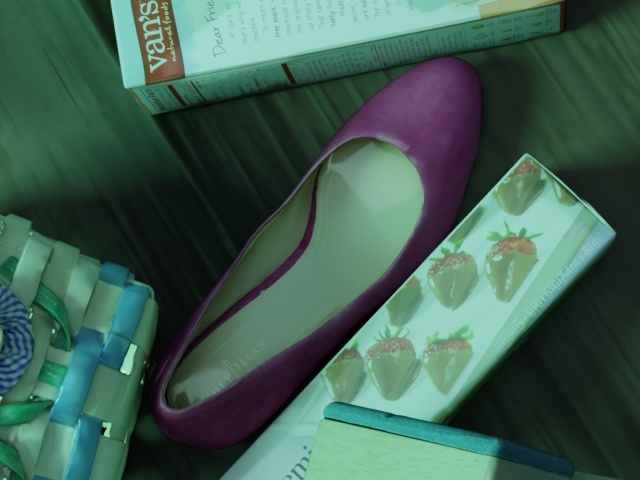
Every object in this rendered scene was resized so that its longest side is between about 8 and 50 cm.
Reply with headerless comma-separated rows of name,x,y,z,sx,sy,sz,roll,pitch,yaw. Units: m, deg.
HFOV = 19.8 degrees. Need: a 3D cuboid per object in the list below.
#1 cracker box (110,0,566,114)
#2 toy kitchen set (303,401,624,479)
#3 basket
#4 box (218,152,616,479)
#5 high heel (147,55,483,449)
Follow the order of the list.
cracker box,0.002,-0.167,0.968,0.232,0.067,0.155,-10,79,4
toy kitchen set,0.123,0.069,0.872,0.122,0.207,0.166,5,78,52
basket,-0.233,0.067,0.878,0.289,0.201,0.254,14,80,-2
box,0.018,0.095,0.927,0.063,0.067,0.324,43,87,11
high heel,0.000,0.000,0.916,0.082,0.117,0.244,41,88,11
